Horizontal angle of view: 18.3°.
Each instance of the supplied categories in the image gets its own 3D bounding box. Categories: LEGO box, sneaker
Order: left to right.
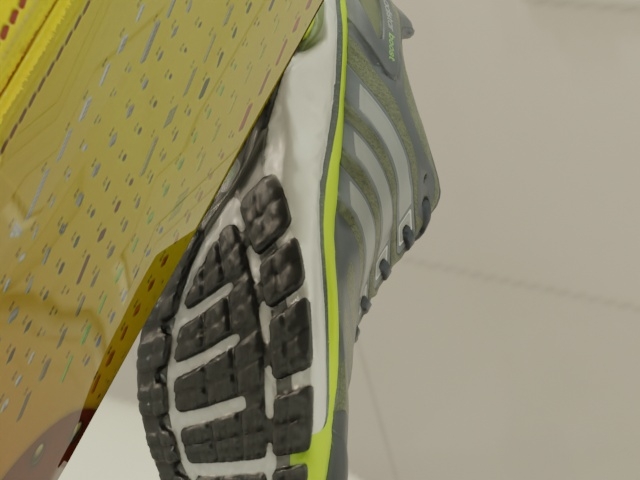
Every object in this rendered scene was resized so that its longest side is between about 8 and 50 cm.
[{"bbox_3d":[-0.156,-0.210,0.654,0.373,0.193,0.500,25,76,15],"label":"LEGO box"},{"bbox_3d":[0.000,0.000,0.879,0.111,0.121,0.299,-11,69,44],"label":"sneaker"}]
